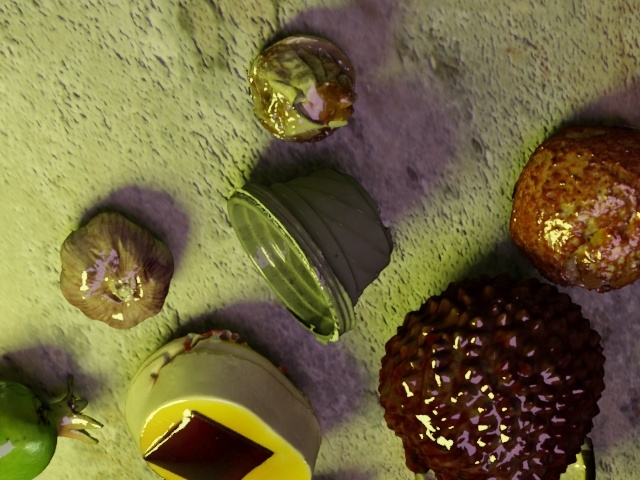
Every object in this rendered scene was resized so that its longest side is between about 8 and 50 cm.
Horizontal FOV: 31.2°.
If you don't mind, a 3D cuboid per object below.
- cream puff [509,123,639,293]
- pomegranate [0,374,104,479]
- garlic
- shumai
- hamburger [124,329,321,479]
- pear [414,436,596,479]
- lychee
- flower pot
[{"bbox_3d":[0.368,-0.033,1.509,0.240,0.164,0.240,-7,127,-9],"label":"cream puff"},{"bbox_3d":[-0.392,0.249,1.535,0.191,0.152,0.131,-5,124,-25],"label":"pomegranate"},{"bbox_3d":[-0.260,0.044,1.461,0.147,0.102,0.159,-16,122,0],"label":"garlic"},{"bbox_3d":[-0.016,-0.172,1.372,0.146,0.116,0.145,-5,123,-7],"label":"shumai"},{"bbox_3d":[-0.132,0.258,1.591,0.227,0.151,0.295,-31,126,15],"label":"hamburger"},{"bbox_3d":[0.274,0.353,1.719,0.267,0.266,0.178,-18,154,0],"label":"pear"},{"bbox_3d":[0.226,0.199,1.538,0.330,0.306,0.306,-44,119,15],"label":"lychee"},{"bbox_3d":[0.000,0.000,1.439,0.141,0.235,0.235,-34,123,-14],"label":"flower pot"}]
